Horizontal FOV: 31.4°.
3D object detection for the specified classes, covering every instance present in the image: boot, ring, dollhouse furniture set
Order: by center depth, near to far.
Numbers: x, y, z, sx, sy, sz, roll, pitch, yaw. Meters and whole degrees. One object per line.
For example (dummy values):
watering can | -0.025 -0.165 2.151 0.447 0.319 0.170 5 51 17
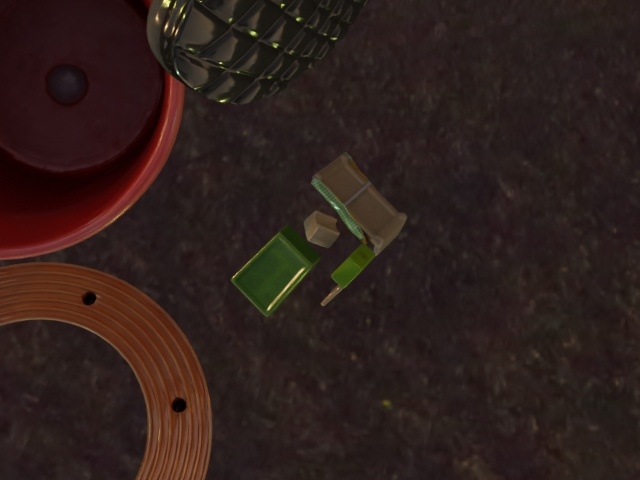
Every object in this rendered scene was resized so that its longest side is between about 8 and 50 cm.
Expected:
boot | -0.051 -0.245 0.648 0.223 0.338 0.118 21 167 31
dollhouse furniture set | 0.000 0.000 0.834 0.076 0.152 0.058 45 122 2
ring | -0.268 0.180 1.056 0.337 0.336 0.032 11 159 3

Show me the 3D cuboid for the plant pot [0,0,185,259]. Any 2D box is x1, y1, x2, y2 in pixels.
plant pot | -0.229 -0.131 0.910 0.275 0.243 0.274 0 97 1
